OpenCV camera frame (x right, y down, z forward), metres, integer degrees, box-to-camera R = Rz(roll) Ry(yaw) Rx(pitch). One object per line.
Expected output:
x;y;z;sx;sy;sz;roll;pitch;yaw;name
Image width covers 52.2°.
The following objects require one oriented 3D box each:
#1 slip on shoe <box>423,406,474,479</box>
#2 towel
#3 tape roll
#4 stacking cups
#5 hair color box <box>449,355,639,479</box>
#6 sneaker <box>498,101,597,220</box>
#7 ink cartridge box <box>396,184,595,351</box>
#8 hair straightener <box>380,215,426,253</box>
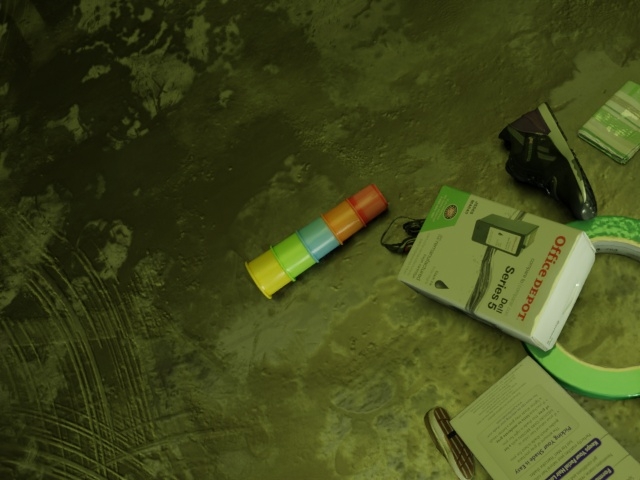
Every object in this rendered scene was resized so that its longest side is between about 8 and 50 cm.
0.229;0.369;1.180;0.041;0.051;0.135;-46;66;44;slip on shoe
0.597;-0.235;1.278;0.152;0.023;0.113;-46;65;-1;towel
0.508;0.117;1.155;0.322;0.077;0.321;-6;70;17;tape roll
0.000;0.000;1.366;0.316;0.096;0.096;-32;65;0;stacking cups
0.383;0.366;1.030;0.185;0.110;0.339;-41;40;2;hair color box
0.427;-0.130;1.246;0.124;0.107;0.283;-26;45;20;sneaker
0.306;0.043;1.150;0.273;0.115;0.198;24;84;38;ink cartridge box
0.232;-0.021;1.318;0.231;0.047;0.089;-8;69;20;hair straightener
